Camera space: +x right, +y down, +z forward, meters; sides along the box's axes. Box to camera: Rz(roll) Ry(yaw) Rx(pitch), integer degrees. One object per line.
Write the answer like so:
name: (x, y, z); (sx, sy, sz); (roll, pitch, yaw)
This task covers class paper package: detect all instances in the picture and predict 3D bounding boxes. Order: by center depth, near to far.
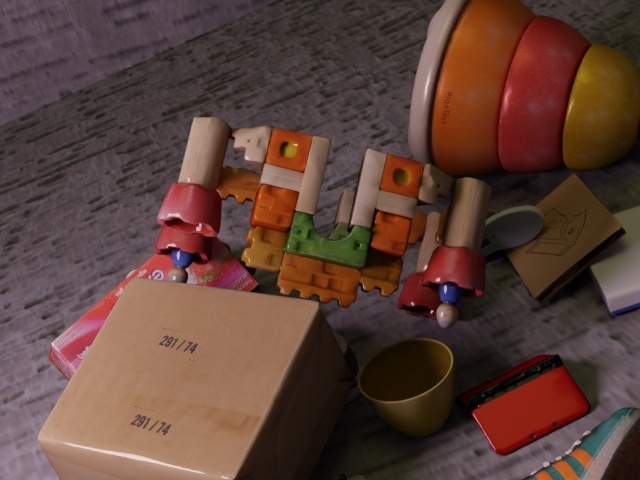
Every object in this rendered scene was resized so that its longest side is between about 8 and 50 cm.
paper package: (-0.163, 0.223, 1.926); (0.325, 0.168, 0.309); (6, 51, 28)

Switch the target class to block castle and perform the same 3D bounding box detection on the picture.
block castle: (0.000, 0.000, 2.033); (0.453, 0.303, 0.212); (13, 77, -5)

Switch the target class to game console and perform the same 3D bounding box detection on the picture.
game console: (0.271, 0.220, 1.945); (0.144, 0.085, 0.124); (-25, -1, -8)

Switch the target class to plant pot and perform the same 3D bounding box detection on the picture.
plant pot: (0.128, 0.211, 1.964); (0.134, 0.095, 0.134); (-15, 31, 9)

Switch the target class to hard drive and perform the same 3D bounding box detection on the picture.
hard drive: (0.547, -0.006, 2.114); (0.319, 0.040, 0.210); (-19, 30, 4)

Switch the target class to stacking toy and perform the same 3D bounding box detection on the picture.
stacking toy: (0.413, -0.218, 2.374); (0.480, 0.350, 0.350); (17, 44, 20)

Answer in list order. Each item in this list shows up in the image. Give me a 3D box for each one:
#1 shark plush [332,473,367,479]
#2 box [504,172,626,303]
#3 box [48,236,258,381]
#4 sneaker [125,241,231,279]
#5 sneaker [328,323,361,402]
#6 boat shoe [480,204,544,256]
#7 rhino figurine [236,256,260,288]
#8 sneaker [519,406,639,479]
shark plush: (0.000, 0.365, 1.869); (0.161, 0.073, 0.067); (-46, 13, -3)
box: (0.361, -0.007, 2.182); (0.164, 0.021, 0.201); (-42, 25, 10)
box: (-0.259, 0.124, 2.210); (0.300, 0.142, 0.154); (-42, -1, -19)
sneaker: (-0.240, 0.070, 2.463); (0.192, 0.064, 0.086); (-19, 37, 4)
sneaker: (-0.085, 0.161, 2.152); (0.321, 0.127, 0.126); (1, 37, 35)
boat shoe: (0.271, -0.025, 2.247); (0.183, 0.065, 0.083); (-27, 27, 33)
rhino figurine: (-0.188, 0.077, 2.379); (0.243, 0.106, 0.073); (-26, 59, -11)
sneaker: (0.288, 0.299, 1.710); (0.121, 0.108, 0.302); (13, 45, 38)
